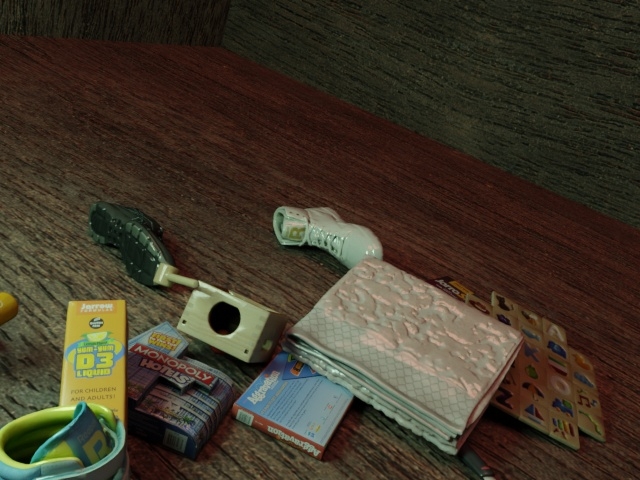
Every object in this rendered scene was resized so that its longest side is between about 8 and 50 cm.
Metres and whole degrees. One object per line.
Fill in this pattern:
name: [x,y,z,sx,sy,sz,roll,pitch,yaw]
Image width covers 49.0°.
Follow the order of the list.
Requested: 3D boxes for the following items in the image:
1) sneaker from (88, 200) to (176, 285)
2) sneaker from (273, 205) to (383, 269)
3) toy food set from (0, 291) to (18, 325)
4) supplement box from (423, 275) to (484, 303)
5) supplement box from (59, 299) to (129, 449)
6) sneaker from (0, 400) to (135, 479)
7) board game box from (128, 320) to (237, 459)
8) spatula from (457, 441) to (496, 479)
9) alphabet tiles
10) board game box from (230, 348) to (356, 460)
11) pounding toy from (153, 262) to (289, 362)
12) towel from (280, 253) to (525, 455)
sneaker: [-0.333,-0.006,1.317,0.106,0.101,0.267,-4,31,-45]
sneaker: [0.000,0.000,1.546,0.169,0.108,0.292,0,18,-31]
toy food set: [-0.535,0.093,0.932,0.232,0.111,0.104,23,23,8]
supplement box: [0.224,0.139,1.398,0.188,0.081,0.104,-8,34,-45]
supplement box: [-0.272,0.184,0.847,0.078,0.080,0.234,-2,47,-14]
sneaker: [-0.182,0.268,0.656,0.318,0.208,0.127,18,21,1]
board game box: [-0.219,0.195,0.989,0.194,0.060,0.194,20,24,7]
spatula: [0.246,0.355,0.985,0.084,0.030,0.296,6,25,-26]
alphabet tiles: [0.390,0.226,1.300,0.285,0.011,0.343,28,31,-1]
board game box: [-0.015,0.226,1.103,0.145,0.027,0.281,24,24,12]
pounding toy: [-0.177,0.115,1.089,0.206,0.094,0.181,23,-4,13]
towel: [0.147,0.166,1.180,0.331,0.053,0.317,29,37,19]
